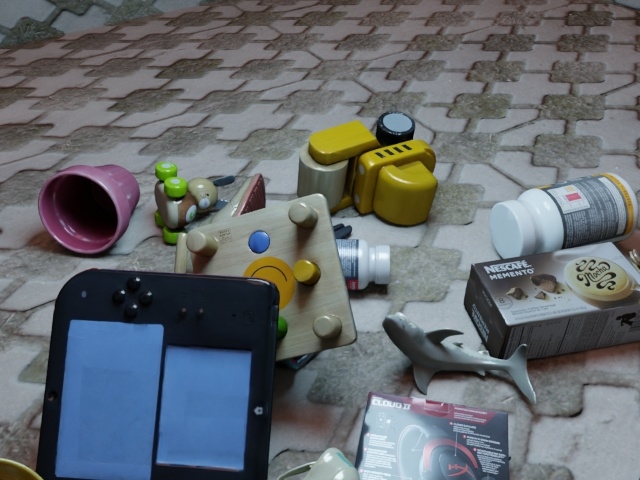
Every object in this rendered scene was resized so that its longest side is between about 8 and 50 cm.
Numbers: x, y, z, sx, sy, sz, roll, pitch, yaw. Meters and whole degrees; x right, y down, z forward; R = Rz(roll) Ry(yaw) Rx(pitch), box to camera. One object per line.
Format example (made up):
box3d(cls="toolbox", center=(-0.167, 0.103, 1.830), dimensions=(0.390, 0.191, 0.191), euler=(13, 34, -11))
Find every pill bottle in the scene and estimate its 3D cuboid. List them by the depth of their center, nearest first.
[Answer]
box3d(cls="pill bottle", center=(0.054, 0.049, 1.252), dimensions=(0.180, 0.108, 0.108), euler=(1, 39, 5))
box3d(cls="pill bottle", center=(0.524, -0.047, 1.301), dimensions=(0.278, 0.162, 0.162), euler=(-12, 40, -12))

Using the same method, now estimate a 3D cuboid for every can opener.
box3d(cls="can opener", center=(0.000, 0.000, 1.358), dimensions=(0.186, 0.073, 0.059), euler=(-19, 33, -33))

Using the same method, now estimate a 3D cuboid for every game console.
box3d(cls="game console", center=(-0.241, 0.240, 0.890), dimensions=(0.342, 0.060, 0.386), euler=(3, 84, 8))

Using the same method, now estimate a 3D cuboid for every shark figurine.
box3d(cls="shark figurine", center=(0.226, 0.222, 1.062), dimensions=(0.278, 0.166, 0.116), euler=(18, 68, 1))

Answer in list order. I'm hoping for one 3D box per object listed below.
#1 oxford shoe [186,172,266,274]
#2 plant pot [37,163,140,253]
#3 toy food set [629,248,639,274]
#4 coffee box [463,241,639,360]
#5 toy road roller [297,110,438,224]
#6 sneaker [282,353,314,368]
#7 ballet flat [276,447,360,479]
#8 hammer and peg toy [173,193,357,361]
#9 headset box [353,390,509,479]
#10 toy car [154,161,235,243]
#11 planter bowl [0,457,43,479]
box3d(cls="oxford shoe", center=(-0.216, -0.045, 1.377), dimensions=(0.130, 0.123, 0.348), euler=(2, 38, 15))
box3d(cls="plant pot", center=(-0.524, -0.093, 1.411), dimensions=(0.201, 0.201, 0.180), euler=(4, 24, 9))
box3d(cls="toy food set", center=(0.680, 0.059, 1.199), dimensions=(0.192, 0.038, 0.132), euler=(14, 36, -19))
box3d(cls="coffee box", center=(0.446, 0.117, 1.137), dimensions=(0.297, 0.119, 0.168), euler=(-8, 40, -7))
box3d(cls="toy road roller", center=(0.128, -0.144, 1.422), dimensions=(0.329, 0.202, 0.240), euler=(-18, 52, -21))
box3d(cls="sneaker", center=(-0.108, 0.172, 1.108), dimensions=(0.295, 0.124, 0.178), euler=(-17, 32, -19))
box3d(cls="ballet flat", center=(-0.053, 0.371, 0.812), dimensions=(0.248, 0.086, 0.086), euler=(-40, 43, 7))
box3d(cls="hammer and peg toy", center=(-0.138, 0.080, 1.003), dimensions=(0.361, 0.127, 0.266), euler=(-14, 79, 13))
box3d(cls="headset box", center=(0.156, 0.357, 0.865), dimensions=(0.218, 0.110, 0.293), euler=(6, 40, 11))
box3d(cls="toy car", center=(-0.293, -0.099, 1.436), dimensions=(0.188, 0.155, 0.149), euler=(-9, 38, -27))
box3d(cls="planter bowl", center=(-0.474, 0.414, 0.819), dimensions=(0.217, 0.090, 0.217), euler=(10, 64, -21))
